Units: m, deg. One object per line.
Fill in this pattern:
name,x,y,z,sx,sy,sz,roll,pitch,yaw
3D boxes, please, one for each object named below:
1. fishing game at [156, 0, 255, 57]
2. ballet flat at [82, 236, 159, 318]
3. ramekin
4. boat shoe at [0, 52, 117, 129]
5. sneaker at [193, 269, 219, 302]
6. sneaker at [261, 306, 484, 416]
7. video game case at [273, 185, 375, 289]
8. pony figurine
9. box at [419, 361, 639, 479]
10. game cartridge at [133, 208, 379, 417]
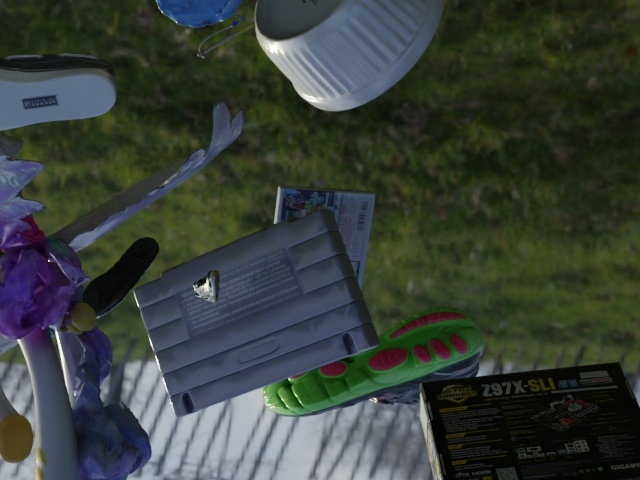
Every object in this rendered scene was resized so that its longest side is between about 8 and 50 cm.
fishing game,-0.229,-0.495,2.152,0.189,0.264,0.041,-31,-164,14
ballet flat,-0.311,0.064,1.773,0.057,0.173,0.049,39,158,12
ramekin,0.022,-0.258,1.267,0.207,0.207,0.109,10,159,49
boat shoe,-0.477,-0.250,1.819,0.301,0.108,0.102,-7,-142,-6
sneaker,-0.164,0.066,1.632,0.037,0.032,0.083,13,152,-1
sneaker,0.109,0.289,2.366,0.483,0.185,0.202,-13,137,14
video game case,0.000,0.000,2.126,0.183,0.201,0.023,3,-161,-15
pony figurine,-0.247,0.035,0.946,0.351,0.363,0.303,-18,170,40
box,0.324,0.302,1.700,0.322,0.079,0.257,-6,-149,-2
game cartridge,-0.105,0.112,1.762,0.355,0.230,0.068,-22,169,22
